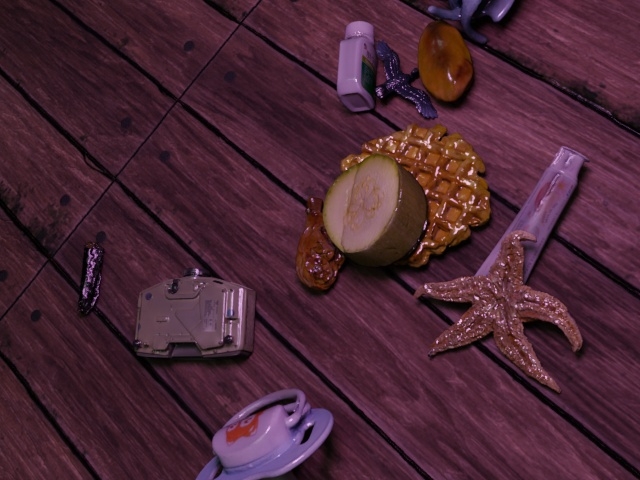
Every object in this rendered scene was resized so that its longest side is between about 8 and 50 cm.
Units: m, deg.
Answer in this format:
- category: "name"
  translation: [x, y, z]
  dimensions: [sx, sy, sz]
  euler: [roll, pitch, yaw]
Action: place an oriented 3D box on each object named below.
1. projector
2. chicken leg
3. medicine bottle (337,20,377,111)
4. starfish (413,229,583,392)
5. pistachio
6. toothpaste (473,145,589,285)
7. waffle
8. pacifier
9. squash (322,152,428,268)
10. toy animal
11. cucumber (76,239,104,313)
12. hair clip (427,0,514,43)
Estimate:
- category: "projector"
  translation: [-0.274, 0.158, 1.671]
  dimensions: [0.270, 0.088, 0.193]
  euler: [-4, 75, 22]
- category: "chicken leg"
  translation: [-0.003, 0.001, 1.612]
  dimensions: [0.101, 0.085, 0.207]
  euler: [-33, 50, 49]
- category: "medicine bottle"
  translation: [0.081, -0.379, 1.680]
  dimensions: [0.069, 0.119, 0.183]
  euler: [-6, 69, 24]
- category: "starfish"
  translation: [0.323, 0.138, 1.439]
  dimensions: [0.303, 0.060, 0.299]
  euler: [-10, 90, 28]
- category: "pistachio"
  translation: [0.257, -0.364, 1.616]
  dimensions: [0.110, 0.100, 0.189]
  euler: [-28, 64, 35]
- category: "toothpaste"
  translation: [0.398, -0.023, 1.463]
  dimensions: [0.100, 0.066, 0.323]
  euler: [32, 96, 25]
- category: "waffle"
  translation: [0.179, -0.090, 1.574]
  dimensions: [0.325, 0.068, 0.302]
  euler: [-24, 65, 16]
- category: "pacifier"
  translation: [-0.082, 0.433, 1.467]
  dimensions: [0.300, 0.244, 0.233]
  euler: [-25, 96, 18]
- category: "squash"
  translation: [0.089, -0.060, 1.503]
  dimensions: [0.220, 0.133, 0.220]
  euler: [-10, 71, 31]
- category: "toy animal"
  translation: [0.167, -0.336, 1.661]
  dimensions: [0.108, 0.062, 0.220]
  euler: [-32, 77, 8]
- category: "cucumber"
  translation: [-0.545, 0.086, 1.832]
  dimensions: [0.053, 0.053, 0.181]
  euler: [-1, 75, 23]
- category: "hair clip"
  translation: [0.308, -0.598, 1.578]
  dimensions: [0.238, 0.392, 0.318]
  euler: [-41, 62, 35]
